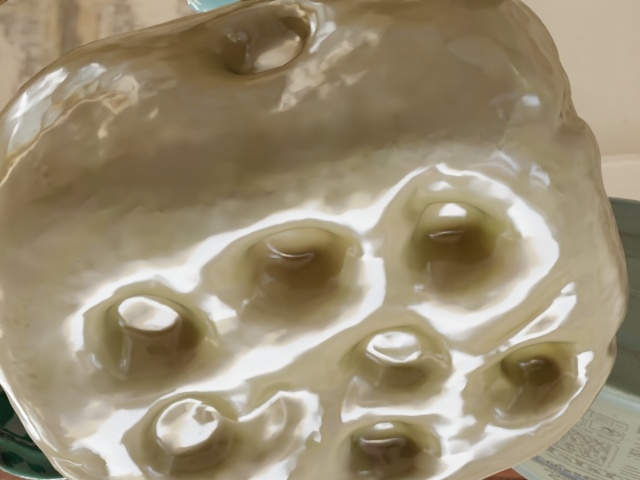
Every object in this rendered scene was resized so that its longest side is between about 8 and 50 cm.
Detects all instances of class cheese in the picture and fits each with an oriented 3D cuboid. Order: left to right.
[{"bbox_3d":[0.000,0.000,0.600,0.218,0.235,0.117,-43,-137,29],"label":"cheese"}]

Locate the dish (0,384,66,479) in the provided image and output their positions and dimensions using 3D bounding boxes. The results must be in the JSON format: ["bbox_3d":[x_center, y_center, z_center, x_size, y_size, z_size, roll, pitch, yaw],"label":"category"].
[{"bbox_3d":[-0.162,0.031,1.086,0.246,0.078,0.224,25,-103,-9],"label":"dish"}]

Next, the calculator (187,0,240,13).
[{"bbox_3d":[0.084,-0.262,0.782,0.054,0.256,0.386,38,-110,22],"label":"calculator"}]

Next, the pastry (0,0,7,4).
[{"bbox_3d":[-0.201,-0.182,1.068,0.109,0.057,0.097,-30,-145,-8],"label":"pastry"}]

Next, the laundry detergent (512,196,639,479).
[{"bbox_3d":[0.180,0.086,0.925,0.215,0.280,0.105,16,-112,11],"label":"laundry detergent"}]
